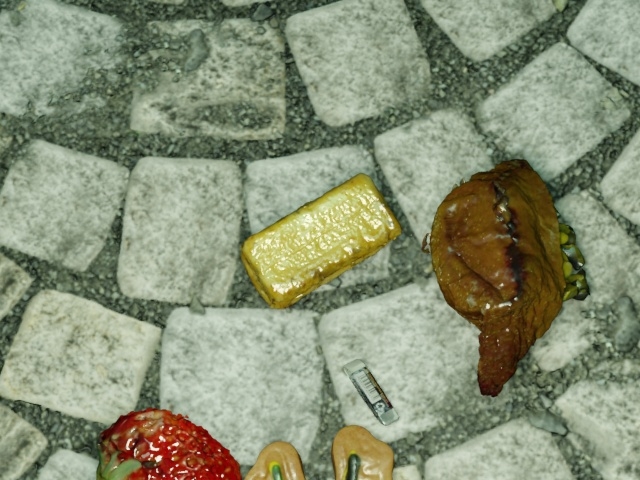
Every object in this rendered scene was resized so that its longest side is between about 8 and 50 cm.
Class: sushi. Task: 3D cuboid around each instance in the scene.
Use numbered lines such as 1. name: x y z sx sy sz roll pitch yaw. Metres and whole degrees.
1. sushi: 0.239 0.033 1.878 0.166 0.179 0.296 -24 53 19

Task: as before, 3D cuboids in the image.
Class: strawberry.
1. strawberry: -0.184 0.301 1.794 0.201 0.184 0.187 3 40 -33

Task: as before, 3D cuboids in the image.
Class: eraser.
1. eraser: 0.065 0.197 1.891 0.027 0.019 0.099 -27 72 -22

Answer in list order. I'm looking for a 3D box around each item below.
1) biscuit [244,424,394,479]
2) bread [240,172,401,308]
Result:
1. biscuit: 0.017 0.399 1.810 0.202 0.047 0.334 -9 71 0
2. bread: 0.000 0.000 1.929 0.211 0.083 0.114 -30 77 -7
